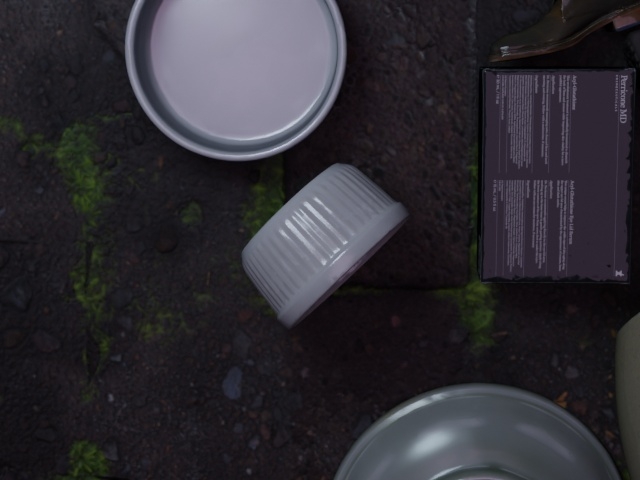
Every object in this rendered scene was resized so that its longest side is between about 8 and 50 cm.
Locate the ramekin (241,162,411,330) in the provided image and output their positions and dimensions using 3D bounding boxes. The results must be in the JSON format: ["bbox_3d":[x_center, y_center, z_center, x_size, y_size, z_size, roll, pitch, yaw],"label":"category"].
[{"bbox_3d":[0.000,0.000,1.808,0.207,0.207,0.109,-44,87,7],"label":"ramekin"}]

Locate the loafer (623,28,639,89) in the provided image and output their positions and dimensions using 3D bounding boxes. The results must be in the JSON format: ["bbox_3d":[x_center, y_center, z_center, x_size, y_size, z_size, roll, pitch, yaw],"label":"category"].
[{"bbox_3d":[0.504,-0.113,1.811,0.130,0.134,0.366,-29,97,5],"label":"loafer"}]

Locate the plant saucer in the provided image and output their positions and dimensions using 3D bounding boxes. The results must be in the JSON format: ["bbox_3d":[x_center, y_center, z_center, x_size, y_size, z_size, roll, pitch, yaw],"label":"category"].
[{"bbox_3d":[0.203,0.386,1.911,0.400,0.100,0.400,0,99,1],"label":"plant saucer"}]

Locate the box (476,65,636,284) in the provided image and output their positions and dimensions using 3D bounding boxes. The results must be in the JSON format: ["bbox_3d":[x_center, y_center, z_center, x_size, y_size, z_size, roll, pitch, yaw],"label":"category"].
[{"bbox_3d":[0.285,-0.082,1.837,0.184,0.103,0.261,1,98,4],"label":"box"}]

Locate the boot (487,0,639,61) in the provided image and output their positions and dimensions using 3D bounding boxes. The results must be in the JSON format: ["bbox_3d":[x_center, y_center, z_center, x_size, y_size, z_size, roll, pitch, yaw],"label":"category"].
[{"bbox_3d":[0.293,-0.288,1.817,0.219,0.082,0.106,-19,99,-8],"label":"boot"}]

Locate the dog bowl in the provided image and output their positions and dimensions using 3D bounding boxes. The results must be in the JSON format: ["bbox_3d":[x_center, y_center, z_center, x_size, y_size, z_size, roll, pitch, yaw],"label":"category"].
[{"bbox_3d":[-0.099,-0.232,1.820,0.265,0.104,0.265,0,99,1],"label":"dog bowl"}]

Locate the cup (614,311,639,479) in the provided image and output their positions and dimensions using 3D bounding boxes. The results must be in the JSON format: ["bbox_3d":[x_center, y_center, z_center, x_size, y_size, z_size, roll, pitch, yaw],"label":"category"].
[{"bbox_3d":[0.485,0.175,1.790,0.331,0.331,0.237,-29,71,5],"label":"cup"}]
